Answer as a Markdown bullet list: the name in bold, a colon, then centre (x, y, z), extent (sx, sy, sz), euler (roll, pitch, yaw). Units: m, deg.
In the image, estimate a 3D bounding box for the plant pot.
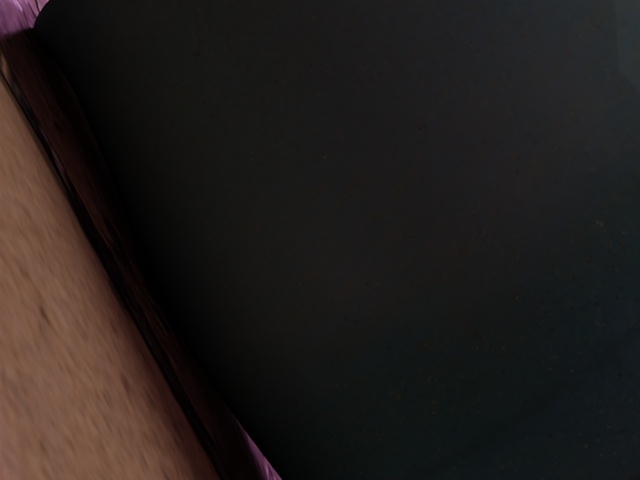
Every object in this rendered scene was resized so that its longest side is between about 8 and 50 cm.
- **plant pot**: centre (0.037, -0.042, 0.638), extent (0.255, 0.271, 0.271), euler (50, 6, -8)
